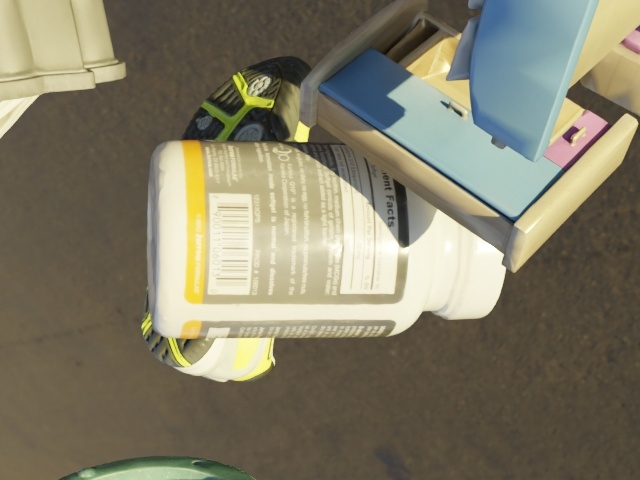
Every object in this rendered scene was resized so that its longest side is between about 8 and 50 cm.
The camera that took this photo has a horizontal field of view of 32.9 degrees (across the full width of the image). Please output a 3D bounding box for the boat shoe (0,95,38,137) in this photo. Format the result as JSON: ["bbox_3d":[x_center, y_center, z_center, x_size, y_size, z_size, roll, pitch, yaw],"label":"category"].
[{"bbox_3d":[-0.319,-0.062,0.907,0.088,0.267,0.096,39,-171,-6],"label":"boat shoe"}]

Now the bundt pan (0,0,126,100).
[{"bbox_3d":[-0.266,-0.138,0.543,0.331,0.331,0.124,13,110,44],"label":"bundt pan"}]

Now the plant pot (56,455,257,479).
[{"bbox_3d":[-0.110,0.263,0.700,0.293,0.293,0.196,12,112,45],"label":"plant pot"}]

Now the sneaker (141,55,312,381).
[{"bbox_3d":[-0.082,-0.026,1.211,0.145,0.384,0.147,3,157,37],"label":"sneaker"}]

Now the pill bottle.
[{"bbox_3d":[0.000,0.000,0.895,0.278,0.162,0.162,1,153,-13],"label":"pill bottle"}]

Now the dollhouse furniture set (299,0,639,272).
[{"bbox_3d":[0.142,-0.187,0.697,0.198,0.286,0.303,37,150,20],"label":"dollhouse furniture set"}]
